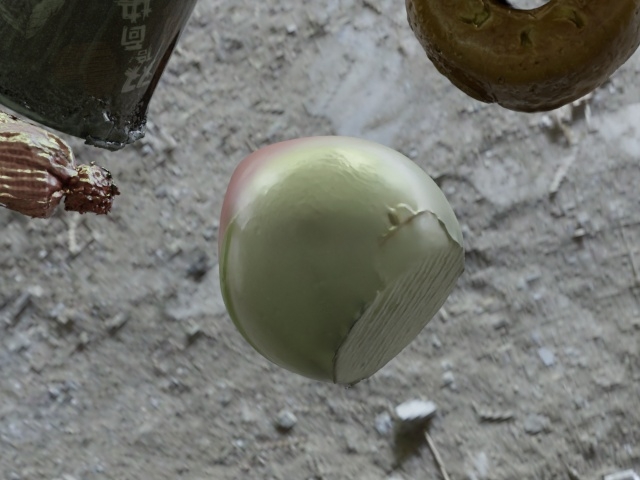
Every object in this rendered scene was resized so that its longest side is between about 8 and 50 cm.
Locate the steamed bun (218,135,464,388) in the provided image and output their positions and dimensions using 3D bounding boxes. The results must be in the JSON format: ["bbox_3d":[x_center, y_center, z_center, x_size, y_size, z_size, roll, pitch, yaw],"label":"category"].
[{"bbox_3d":[0.000,0.000,1.572,0.309,0.309,0.309,-8,60,15],"label":"steamed bun"}]

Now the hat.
[{"bbox_3d":[-0.412,-0.097,1.766,0.286,0.107,0.236,20,33,-9],"label":"hat"}]

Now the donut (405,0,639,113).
[{"bbox_3d":[0.183,-0.225,1.166,0.227,0.114,0.226,-3,75,11],"label":"donut"}]

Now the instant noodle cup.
[{"bbox_3d":[-0.182,-0.214,1.016,0.217,0.217,0.207,44,109,33],"label":"instant noodle cup"}]
